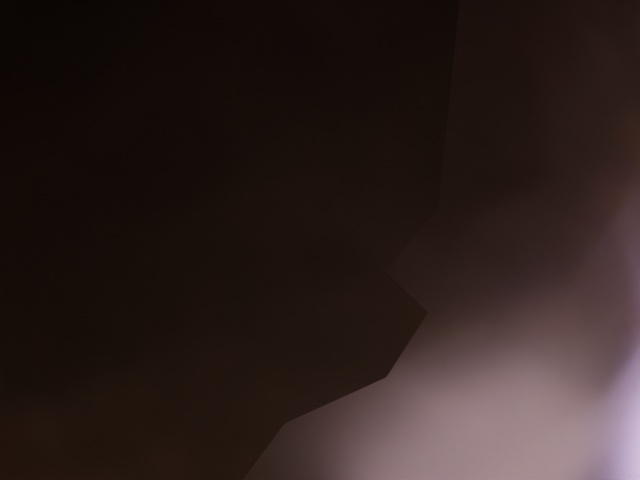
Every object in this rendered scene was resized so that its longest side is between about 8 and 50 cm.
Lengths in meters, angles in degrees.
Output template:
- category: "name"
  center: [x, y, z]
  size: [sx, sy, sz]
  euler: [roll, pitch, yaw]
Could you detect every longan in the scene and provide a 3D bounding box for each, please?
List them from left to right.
- category: "longan"
  center: [0.000, 0.000, 0.660]
  size: [0.404, 0.336, 0.404]
  euler: [-30, 170, -6]
